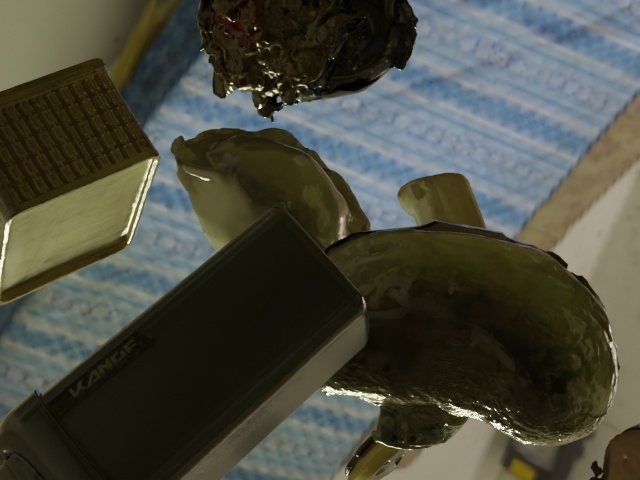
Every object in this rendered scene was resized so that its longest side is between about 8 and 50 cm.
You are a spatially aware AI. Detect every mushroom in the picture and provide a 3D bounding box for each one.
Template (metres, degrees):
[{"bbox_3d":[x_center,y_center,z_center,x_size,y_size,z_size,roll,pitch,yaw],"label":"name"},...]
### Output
[{"bbox_3d":[0.127,0.104,1.273,0.344,0.247,0.130,21,-176,10],"label":"mushroom"},{"bbox_3d":[0.175,0.116,1.829,0.356,0.315,0.315,44,-164,27],"label":"mushroom"}]

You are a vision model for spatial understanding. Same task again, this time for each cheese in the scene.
[{"bbox_3d":[0.090,0.249,1.582,0.086,0.162,0.036,-21,-120,-39],"label":"cheese"}]

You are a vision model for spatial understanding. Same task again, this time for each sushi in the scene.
[{"bbox_3d":[-0.031,-0.268,1.542,0.225,0.238,0.218,-3,-178,40],"label":"sushi"}]

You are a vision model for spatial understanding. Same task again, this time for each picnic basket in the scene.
[{"bbox_3d":[-0.370,-0.075,1.693,0.175,0.228,0.313,57,153,13],"label":"picnic basket"}]

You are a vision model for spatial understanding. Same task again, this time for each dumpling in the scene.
[{"bbox_3d":[-0.046,-0.049,1.444,0.258,0.147,0.193,37,-142,3],"label":"dumpling"}]

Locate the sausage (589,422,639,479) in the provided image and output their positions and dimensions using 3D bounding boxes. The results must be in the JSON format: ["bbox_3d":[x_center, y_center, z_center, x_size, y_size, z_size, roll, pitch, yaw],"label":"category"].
[{"bbox_3d":[0.385,0.180,1.128,0.317,0.117,0.125,-14,174,-36],"label":"sausage"}]

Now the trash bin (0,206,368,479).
[{"bbox_3d":[-0.082,0.098,0.769,0.101,0.236,0.177,48,174,13],"label":"trash bin"}]
